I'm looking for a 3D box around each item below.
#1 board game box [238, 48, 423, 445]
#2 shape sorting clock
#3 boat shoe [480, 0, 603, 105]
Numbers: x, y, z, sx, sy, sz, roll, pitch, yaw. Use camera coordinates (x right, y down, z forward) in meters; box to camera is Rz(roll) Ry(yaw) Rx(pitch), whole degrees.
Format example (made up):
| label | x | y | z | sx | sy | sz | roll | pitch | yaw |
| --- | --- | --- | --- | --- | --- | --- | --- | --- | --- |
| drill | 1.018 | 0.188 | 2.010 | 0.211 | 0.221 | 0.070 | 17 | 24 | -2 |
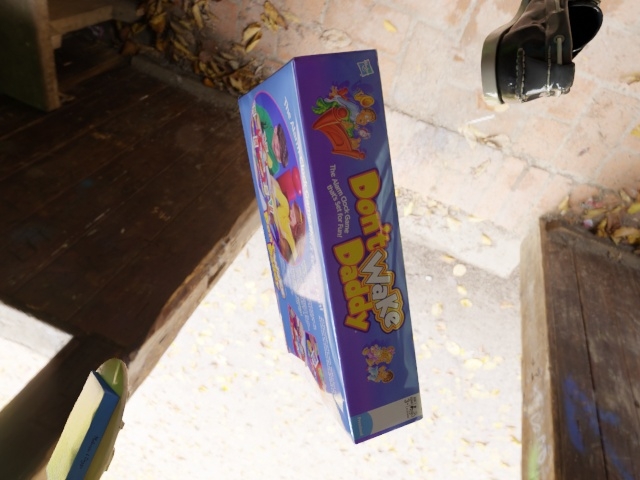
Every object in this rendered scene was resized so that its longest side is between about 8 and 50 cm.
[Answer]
| label | x | y | z | sx | sy | sz | roll | pitch | yaw |
| --- | --- | --- | --- | --- | --- | --- | --- | --- | --- |
| board game box | 0.000 | 0.000 | 0.521 | 0.078 | 0.233 | 0.347 | -13 | 103 | -18 |
| shape sorting clock | -0.310 | 0.261 | 0.633 | 0.040 | 0.206 | 0.206 | 29 | 135 | -29 |
| boat shoe | 0.228 | -0.201 | 0.452 | 0.079 | 0.233 | 0.084 | 4 | 133 | 40 |
